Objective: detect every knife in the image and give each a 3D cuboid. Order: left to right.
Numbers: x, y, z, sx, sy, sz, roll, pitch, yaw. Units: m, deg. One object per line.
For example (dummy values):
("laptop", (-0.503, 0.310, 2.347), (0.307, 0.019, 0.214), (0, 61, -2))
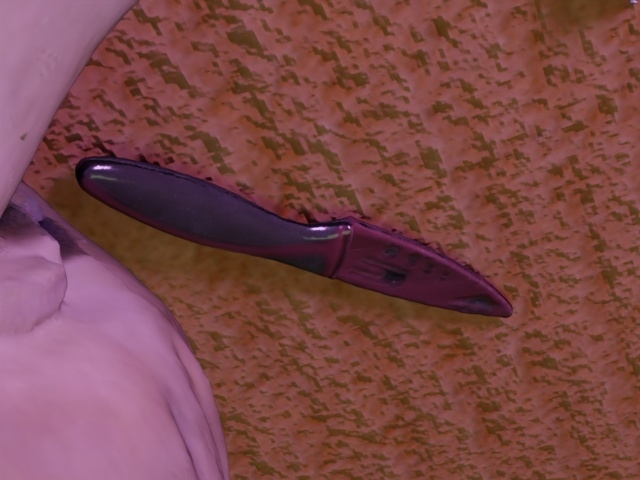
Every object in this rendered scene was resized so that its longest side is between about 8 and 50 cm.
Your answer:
("knife", (0.000, 0.000, 0.792), (0.247, 0.018, 0.035), (17, 128, -39))

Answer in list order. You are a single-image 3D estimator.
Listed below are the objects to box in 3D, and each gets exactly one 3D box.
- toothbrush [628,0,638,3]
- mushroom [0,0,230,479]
("toothbrush", (0.039, -0.139, 0.632), (0.024, 0.018, 0.257), (-34, 140, 31))
("mushroom", (-0.161, 0.025, 0.567), (0.315, 0.356, 0.315), (24, 144, 20))
